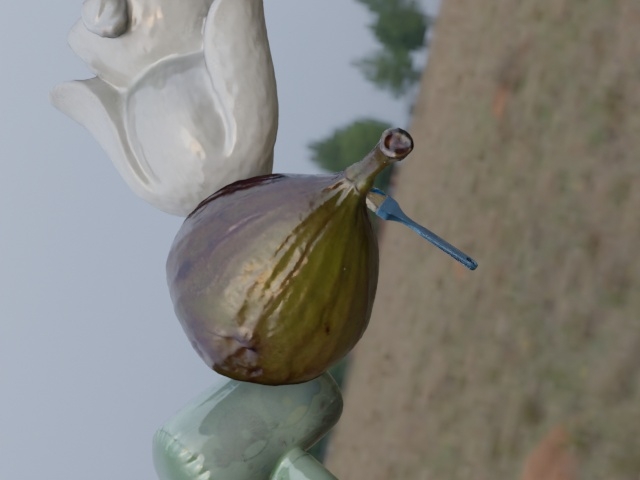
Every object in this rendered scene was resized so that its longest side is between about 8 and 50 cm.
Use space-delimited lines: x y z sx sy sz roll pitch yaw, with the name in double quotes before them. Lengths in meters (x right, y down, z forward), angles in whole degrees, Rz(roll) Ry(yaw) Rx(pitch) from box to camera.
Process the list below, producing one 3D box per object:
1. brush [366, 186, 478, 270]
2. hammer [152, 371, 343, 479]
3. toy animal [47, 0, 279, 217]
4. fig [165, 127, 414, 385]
"brush" 0.111 -0.015 2.114 0.014 0.164 0.051 -56 -1 24
"hammer" 0.000 0.257 1.856 0.206 0.335 0.119 -39 -27 -25
"toy animal" -0.153 -0.149 2.017 0.265 0.272 0.206 69 -163 10
"fig" 0.000 0.000 1.779 0.321 0.217 0.217 -42 20 36
